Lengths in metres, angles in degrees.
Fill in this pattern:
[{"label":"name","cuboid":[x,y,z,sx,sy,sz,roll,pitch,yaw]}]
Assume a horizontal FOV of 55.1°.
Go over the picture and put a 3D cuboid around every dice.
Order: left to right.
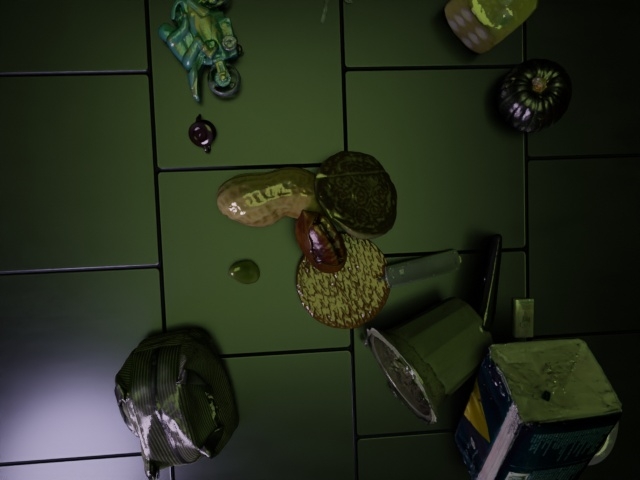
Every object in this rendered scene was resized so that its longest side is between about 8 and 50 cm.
[{"label":"dice","cuboid":[0.433,-0.597,1.565,0.169,0.169,0.166,-43,96,-1]}]

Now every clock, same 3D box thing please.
[{"label":"clock","cuboid":[0.749,0.518,1.727,0.172,0.064,0.198,-27,96,-3]}]

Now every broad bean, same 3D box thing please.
[{"label":"broad bean","cuboid":[-0.200,0.082,1.614,0.083,0.045,0.063,12,94,-14]}]

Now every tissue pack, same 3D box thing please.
[{"label":"tissue pack","cuboid":[0.564,0.215,1.708,0.056,0.023,0.108,-2,95,-6]},{"label":"tissue pack","cuboid":[0.519,0.453,1.518,0.263,0.253,0.417,-6,135,-8]}]

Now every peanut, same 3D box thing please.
[{"label":"peanut","cuboid":[-0.110,-0.111,1.567,0.305,0.147,0.147,-10,95,-7]}]

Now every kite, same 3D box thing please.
[{"label":"kite","cuboid":[0.017,-0.645,1.603,0.137,0.005,0.153,22,92,-4]}]

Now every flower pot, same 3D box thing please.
[{"label":"flower pot","cuboid":[0.294,0.290,1.575,0.259,0.290,0.291,-30,96,-14]}]

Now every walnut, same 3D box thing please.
[{"label":"walnut","cuboid":[0.000,0.000,1.538,0.115,0.116,0.207,-31,122,-3]}]

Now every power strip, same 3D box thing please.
[{"label":"power strip","cuboid":[0.262,0.077,1.646,0.252,0.027,0.060,-13,96,-16]}]

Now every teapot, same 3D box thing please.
[{"label":"teapot","cuboid":[-0.300,-0.274,1.578,0.067,0.045,0.100,-6,114,18]}]

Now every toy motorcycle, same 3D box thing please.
[{"label":"toy motorcycle","cuboid":[-0.299,-0.502,1.532,0.198,0.109,0.297,-13,94,-2]}]

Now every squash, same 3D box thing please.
[{"label":"squash","cuboid":[0.560,-0.380,1.604,0.193,0.156,0.193,6,71,-18]}]

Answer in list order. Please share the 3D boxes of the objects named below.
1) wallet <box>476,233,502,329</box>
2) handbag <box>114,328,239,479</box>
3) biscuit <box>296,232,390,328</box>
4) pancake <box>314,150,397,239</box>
[{"label":"wallet","cuboid":[0.449,0.104,1.624,0.052,0.168,0.246,8,93,16]},{"label":"handbag","cuboid":[-0.356,0.408,1.524,0.247,0.240,0.341,-17,97,0]},{"label":"biscuit","cuboid":[0.062,0.108,1.644,0.261,0.037,0.262,0,94,-6]},{"label":"pancake","cuboid":[0.099,-0.117,1.571,0.249,0.031,0.250,12,65,-27]}]
